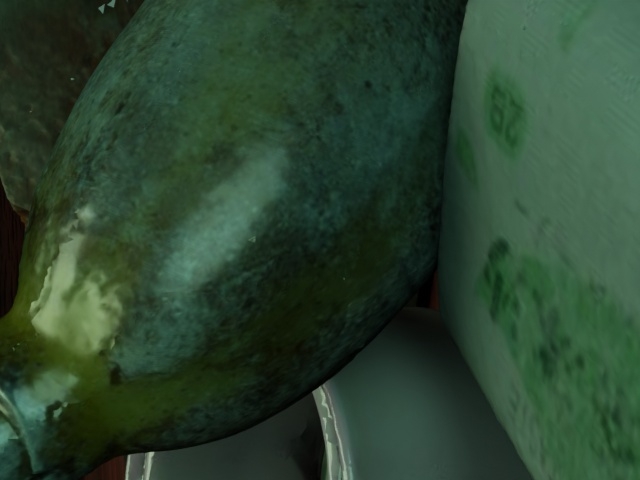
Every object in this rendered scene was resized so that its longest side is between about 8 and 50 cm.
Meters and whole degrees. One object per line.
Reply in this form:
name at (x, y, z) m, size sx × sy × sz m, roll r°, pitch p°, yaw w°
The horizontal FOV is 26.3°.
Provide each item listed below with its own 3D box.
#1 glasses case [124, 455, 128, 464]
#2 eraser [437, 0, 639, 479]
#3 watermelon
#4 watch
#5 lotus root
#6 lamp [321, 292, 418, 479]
glasses case at (-0.185, 0.166, 1.494) m, size 0.323 × 0.074 × 0.131 m, roll -128°, pitch 40°, yaw -66°
eraser at (0.105, 0.025, 0.377) m, size 0.227 × 0.081 × 0.174 m, roll -118°, pitch 29°, yaw -57°
watermelon at (-0.126, -0.158, 0.960) m, size 0.151 × 0.264 × 0.302 m, roll -104°, pitch 4°, yaw -83°
watch at (-0.005, 0.137, 0.639) m, size 0.248 × 0.211 × 0.217 m, roll -6°, pitch 79°, yaw 58°
lotus root at (-0.016, -0.021, 0.502) m, size 0.322 × 0.140 × 0.158 m, roll -57°, pitch -18°, yaw -28°
lamp at (0.000, 0.000, 0.832) m, size 0.266 × 0.047 × 0.269 m, roll -116°, pitch 29°, yaw -59°
